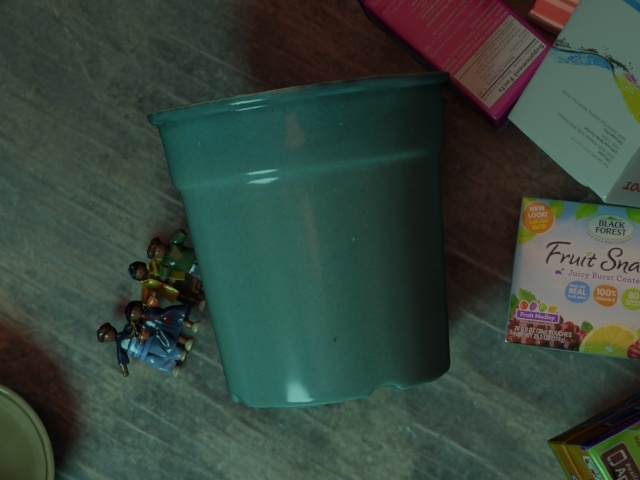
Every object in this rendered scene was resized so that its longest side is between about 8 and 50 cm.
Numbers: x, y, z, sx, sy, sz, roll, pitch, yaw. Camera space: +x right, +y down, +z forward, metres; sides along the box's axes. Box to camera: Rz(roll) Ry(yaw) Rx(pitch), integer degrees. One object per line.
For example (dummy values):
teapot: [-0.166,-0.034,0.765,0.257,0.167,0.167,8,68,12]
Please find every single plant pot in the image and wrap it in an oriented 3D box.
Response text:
plant pot: [-0.443,0.286,1.676,0.237,0.110,0.237,3,77,-11]
plant pot: [0.000,0.000,1.540,0.341,0.341,0.334,-8,92,9]

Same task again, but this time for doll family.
doll family: [-0.200,0.079,1.681,0.111,0.076,0.193,21,85,-9]

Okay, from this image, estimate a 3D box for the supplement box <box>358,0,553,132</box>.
supplement box: [0.164,-0.243,1.621,0.220,0.111,0.114,44,94,9]

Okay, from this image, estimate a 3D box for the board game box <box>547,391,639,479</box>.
board game box: [0.486,0.278,1.386,0.356,0.356,0.356,-28,82,0]

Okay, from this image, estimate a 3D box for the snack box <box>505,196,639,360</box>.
snack box: [0.326,0.047,1.594,0.207,0.070,0.174,8,86,9]

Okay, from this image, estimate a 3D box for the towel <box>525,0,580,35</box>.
towel: [0.351,-0.321,1.638,0.144,0.029,0.197,27,94,11]

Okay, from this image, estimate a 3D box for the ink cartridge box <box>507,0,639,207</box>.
ink cartridge box: [0.358,-0.172,1.498,0.168,0.171,0.233,47,116,36]
